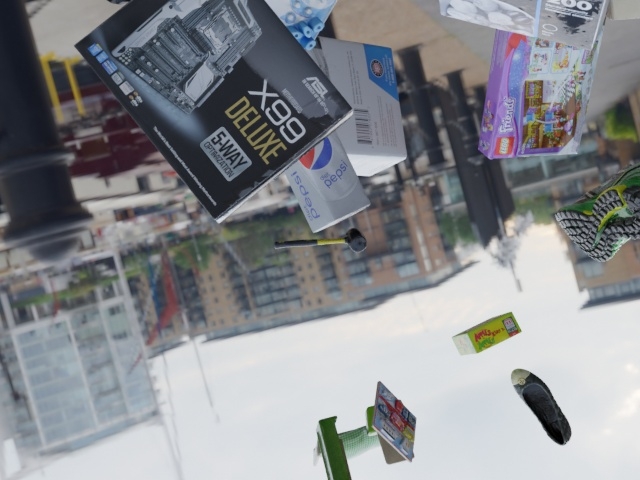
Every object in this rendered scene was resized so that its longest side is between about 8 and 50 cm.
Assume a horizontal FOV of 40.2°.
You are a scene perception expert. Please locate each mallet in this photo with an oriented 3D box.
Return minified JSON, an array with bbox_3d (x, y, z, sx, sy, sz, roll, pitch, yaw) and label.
[{"bbox_3d":[0.000,0.000,1.804,0.189,0.039,0.062,-1,-162,1],"label":"mallet"}]

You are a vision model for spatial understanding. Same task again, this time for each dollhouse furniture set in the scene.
[{"bbox_3d":[0.096,0.480,1.927,0.197,0.151,0.301,-12,156,-10],"label":"dollhouse furniture set"}]

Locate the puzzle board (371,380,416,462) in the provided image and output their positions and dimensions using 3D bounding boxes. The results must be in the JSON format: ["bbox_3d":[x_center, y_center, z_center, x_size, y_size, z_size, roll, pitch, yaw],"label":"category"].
[{"bbox_3d":[0.135,0.324,1.565,0.011,0.128,0.096,-23,-144,30],"label":"puzzle board"}]

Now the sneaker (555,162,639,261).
[{"bbox_3d":[0.572,-0.059,1.666,0.146,0.134,0.343,-41,180,-16],"label":"sneaker"}]

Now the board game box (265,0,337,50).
[{"bbox_3d":[-0.079,-0.630,1.771,0.389,0.390,0.050,21,-159,-31],"label":"board game box"}]

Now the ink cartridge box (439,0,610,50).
[{"bbox_3d":[0.240,-0.307,1.039,0.206,0.045,0.208,18,171,14],"label":"ink cartridge box"}]

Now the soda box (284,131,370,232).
[{"bbox_3d":[-0.021,-0.167,1.636,0.091,0.286,0.098,-25,180,-29],"label":"soda box"}]

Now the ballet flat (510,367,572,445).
[{"bbox_3d":[0.432,0.321,1.698,0.057,0.173,0.049,-39,176,17],"label":"ballet flat"}]

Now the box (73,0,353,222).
[{"bbox_3d":[-0.143,-0.216,1.202,0.242,0.307,0.076,-38,179,-3],"label":"box"}]

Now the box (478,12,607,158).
[{"bbox_3d":[0.426,-0.307,1.691,0.200,0.293,0.057,-5,-151,-16],"label":"box"}]

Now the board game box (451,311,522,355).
[{"bbox_3d":[0.311,0.178,1.653,0.092,0.043,0.181,-25,172,-4],"label":"board game box"}]

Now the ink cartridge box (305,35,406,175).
[{"bbox_3d":[-0.018,-0.314,2.035,0.394,0.286,0.166,1,166,-32],"label":"ink cartridge box"}]

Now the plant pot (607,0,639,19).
[{"bbox_3d":[0.587,-0.482,1.680,0.109,0.096,0.109,-4,-151,0],"label":"plant pot"}]

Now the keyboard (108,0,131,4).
[{"bbox_3d":[-0.391,-0.446,1.426,0.038,0.192,0.100,-61,171,21],"label":"keyboard"}]
